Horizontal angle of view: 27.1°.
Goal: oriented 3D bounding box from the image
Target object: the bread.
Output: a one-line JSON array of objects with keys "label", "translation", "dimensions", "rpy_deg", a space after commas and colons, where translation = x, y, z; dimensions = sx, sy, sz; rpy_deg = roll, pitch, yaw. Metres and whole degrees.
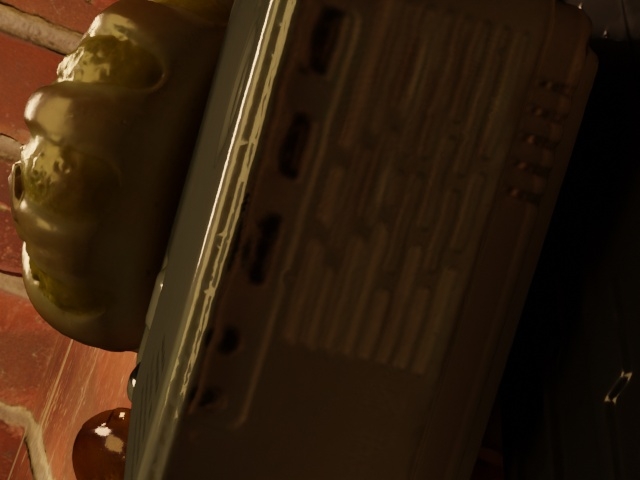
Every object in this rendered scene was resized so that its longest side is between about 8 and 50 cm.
[{"label": "bread", "translation": [-0.068, -0.039, 0.658], "dimensions": [0.213, 0.104, 0.213], "rpy_deg": [-37, -39, -39]}]

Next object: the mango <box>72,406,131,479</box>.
[{"label": "mango", "translation": [-0.136, 0.155, 0.932], "dimensions": [0.127, 0.063, 0.077], "rpy_deg": [-41, 67, 59]}]

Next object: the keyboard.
[{"label": "keyboard", "translation": [0.079, -0.008, 0.382], "dimensions": [0.262, 0.016, 0.106], "rpy_deg": [-84, 19, -49]}]

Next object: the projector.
[{"label": "projector", "translation": [0.000, 0.000, 0.465], "dimensions": [0.257, 0.099, 0.192], "rpy_deg": [-130, 57, -80]}]
